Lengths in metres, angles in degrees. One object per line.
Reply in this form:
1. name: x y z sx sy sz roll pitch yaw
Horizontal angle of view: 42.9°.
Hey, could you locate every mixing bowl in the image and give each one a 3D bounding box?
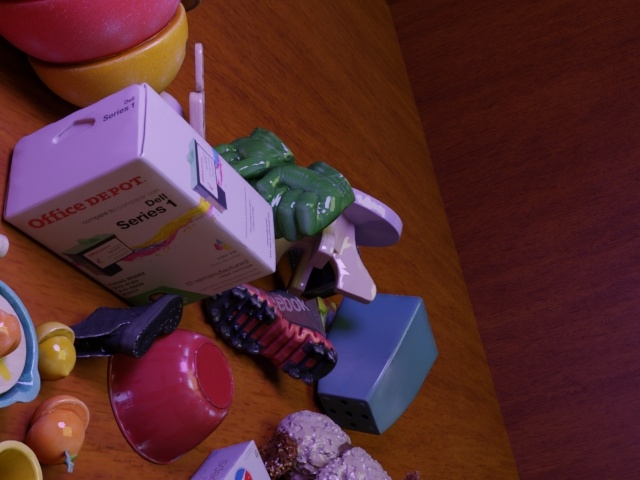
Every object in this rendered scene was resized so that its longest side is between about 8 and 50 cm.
1. mixing bowl: -0.175 0.185 1.042 0.181 0.098 0.181 54 25 -39

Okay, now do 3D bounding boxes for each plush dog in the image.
1. plush dog: 0.015 0.364 1.273 0.225 0.210 0.262 47 13 16

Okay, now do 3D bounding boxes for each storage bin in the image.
1. storage bin: 0.005 0.016 1.632 0.084 0.122 0.180 25 48 -63

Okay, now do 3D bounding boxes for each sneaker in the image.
1. sneaker: -0.088 0.128 1.330 0.276 0.098 0.135 37 17 -37
2. sneaker: -0.237 0.099 0.981 0.170 0.089 0.051 -49 146 -67

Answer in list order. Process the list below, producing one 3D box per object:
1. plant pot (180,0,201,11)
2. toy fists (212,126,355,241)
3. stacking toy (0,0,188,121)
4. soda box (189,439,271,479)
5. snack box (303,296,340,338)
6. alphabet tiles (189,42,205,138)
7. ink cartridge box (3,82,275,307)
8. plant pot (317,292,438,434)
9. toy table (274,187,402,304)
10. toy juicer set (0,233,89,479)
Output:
1. plant pot: -0.270 -0.490 1.270 0.254 0.254 0.238 6 80 -68
2. toy fists: -0.081 -0.094 1.345 0.279 0.142 0.096 33 -25 35
3. stacking toy: -0.283 -0.292 1.045 0.350 0.351 0.479 -88 168 -47
4. soda box: -0.136 0.341 1.032 0.073 0.069 0.216 67 21 -8
5. snack box: 0.019 0.175 1.639 0.141 0.037 0.100 27 48 -62
6. alphabet tiles: -0.187 -0.157 1.246 0.284 0.021 0.277 -121 -149 -77
7. ink cartridge box: -0.212 -0.036 1.003 0.278 0.201 0.117 46 31 -48
8. plant pot: 0.097 0.241 1.551 0.234 0.166 0.165 -59 141 -39
9. toy table: 0.000 0.000 1.460 0.252 0.274 0.160 100 6 -65
10. toy juicer set: -0.310 0.088 0.797 0.328 0.090 0.209 69 20 0
